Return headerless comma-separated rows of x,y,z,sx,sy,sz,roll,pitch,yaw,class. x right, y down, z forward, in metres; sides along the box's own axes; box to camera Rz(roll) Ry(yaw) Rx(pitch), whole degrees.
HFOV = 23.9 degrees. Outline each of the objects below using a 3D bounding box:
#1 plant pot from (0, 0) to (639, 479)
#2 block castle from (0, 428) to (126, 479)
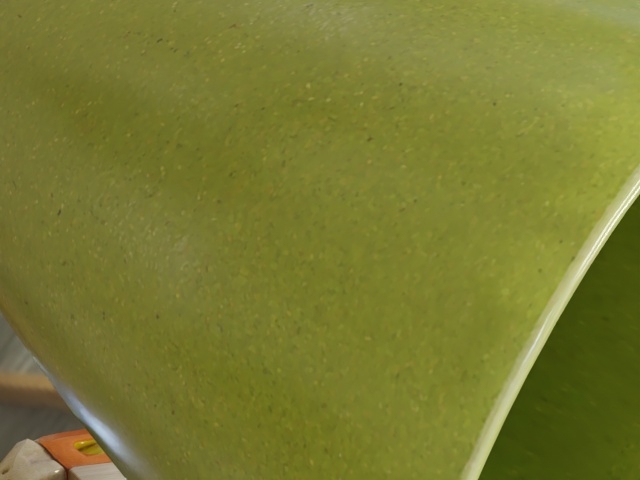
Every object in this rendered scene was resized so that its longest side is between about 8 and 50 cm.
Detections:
0.000,0.000,0.570,0.294,0.275,0.274,28,-104,29,plant pot
-0.039,0.280,0.903,0.213,0.453,0.303,23,-68,55,block castle
